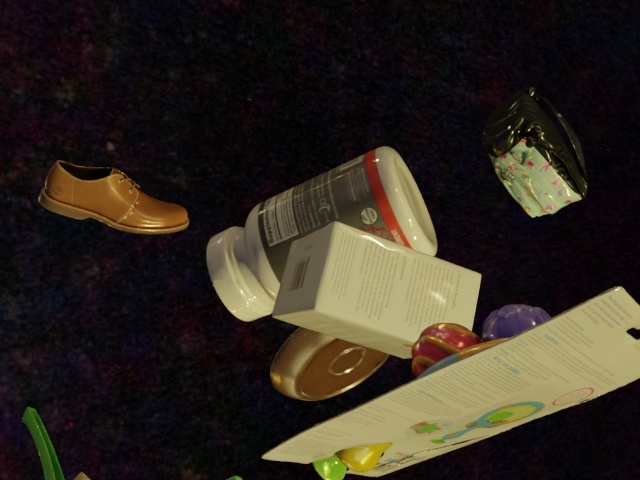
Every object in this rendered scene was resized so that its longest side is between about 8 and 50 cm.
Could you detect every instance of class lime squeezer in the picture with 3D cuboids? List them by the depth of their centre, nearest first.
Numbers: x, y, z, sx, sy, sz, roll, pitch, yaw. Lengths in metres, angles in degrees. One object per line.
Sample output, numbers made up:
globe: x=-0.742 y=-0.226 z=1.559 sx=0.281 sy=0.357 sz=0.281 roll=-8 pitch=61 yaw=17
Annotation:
lime squeezer: x=-0.225 y=0.268 z=0.718 sx=0.310 sy=0.059 sz=0.110 roll=6 pitch=49 yaw=29

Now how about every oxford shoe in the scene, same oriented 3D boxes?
oxford shoe: x=-0.282 y=-0.061 z=0.965 sx=0.076 sy=0.212 sz=0.076 roll=-65 pitch=32 yaw=20

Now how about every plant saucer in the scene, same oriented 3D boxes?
plant saucer: x=0.045 y=0.234 z=1.389 sx=0.310 sy=0.311 sz=0.050 roll=-52 pitch=51 yaw=22

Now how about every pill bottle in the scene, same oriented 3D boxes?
pill bottle: x=0.000 y=0.000 z=1.180 sx=0.363 sy=0.210 sz=0.210 roll=-24 pitch=75 yaw=17

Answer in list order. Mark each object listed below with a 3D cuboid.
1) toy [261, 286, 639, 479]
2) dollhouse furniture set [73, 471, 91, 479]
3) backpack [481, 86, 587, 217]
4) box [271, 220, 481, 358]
toy: x=0.089 y=0.087 z=0.433 sx=0.237 sy=0.137 sz=0.056 roll=-34 pitch=51 yaw=23
dollhouse furniture set: x=-0.337 y=0.499 z=1.096 sx=0.242 sy=0.212 sz=0.161 roll=43 pitch=150 yaw=0
backpack: x=0.335 y=-0.127 z=1.057 sx=0.115 sy=0.152 sz=0.182 roll=-28 pitch=113 yaw=41
box: x=0.056 y=0.058 z=0.707 sx=0.130 sy=0.171 sz=0.091 roll=-23 pitch=50 yaw=65
